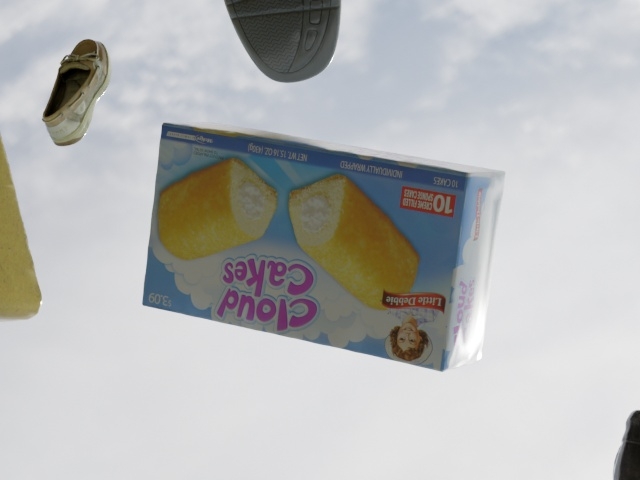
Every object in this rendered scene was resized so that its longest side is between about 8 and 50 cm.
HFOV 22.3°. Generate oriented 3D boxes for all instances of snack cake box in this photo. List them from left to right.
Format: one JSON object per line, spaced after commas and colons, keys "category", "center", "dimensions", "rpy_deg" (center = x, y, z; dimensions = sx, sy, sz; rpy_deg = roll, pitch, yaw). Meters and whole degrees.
{"category": "snack cake box", "center": [0.000, 0.000, 1.268], "dimensions": [0.264, 0.089, 0.152], "rpy_deg": [11, -82, 24]}

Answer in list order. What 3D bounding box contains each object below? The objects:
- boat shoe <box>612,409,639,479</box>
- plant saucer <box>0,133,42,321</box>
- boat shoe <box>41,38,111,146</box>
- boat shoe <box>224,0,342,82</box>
{"category": "boat shoe", "center": [0.339, 0.183, 1.181], "dimensions": [0.108, 0.301, 0.102], "rpy_deg": [-11, -113, 65]}
{"category": "plant saucer", "center": [-0.444, -0.057, 1.434], "dimensions": [0.333, 0.332, 0.081], "rpy_deg": [-6, -162, 15]}
{"category": "boat shoe", "center": [-0.276, -0.175, 1.819], "dimensions": [0.056, 0.048, 0.153], "rpy_deg": [-3, -129, 23]}
{"category": "boat shoe", "center": [-0.049, -0.314, 1.574], "dimensions": [0.118, 0.320, 0.103], "rpy_deg": [-14, -167, 9]}
